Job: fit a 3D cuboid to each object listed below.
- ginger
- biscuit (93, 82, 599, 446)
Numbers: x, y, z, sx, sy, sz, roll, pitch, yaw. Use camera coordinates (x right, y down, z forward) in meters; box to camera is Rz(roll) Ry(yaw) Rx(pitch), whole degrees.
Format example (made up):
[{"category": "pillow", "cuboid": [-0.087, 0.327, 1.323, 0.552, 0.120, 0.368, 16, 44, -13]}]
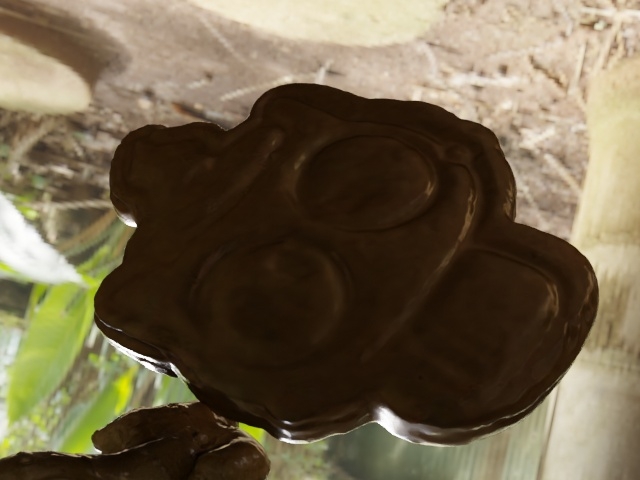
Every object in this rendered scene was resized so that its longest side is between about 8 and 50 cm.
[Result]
[{"category": "ginger", "cuboid": [-0.127, 0.148, 0.741, 0.214, 0.058, 0.133, -3, -165, -28]}, {"category": "biscuit", "cuboid": [-0.001, -0.003, 0.744, 0.376, 0.269, 0.051, 24, 151, 29]}]
